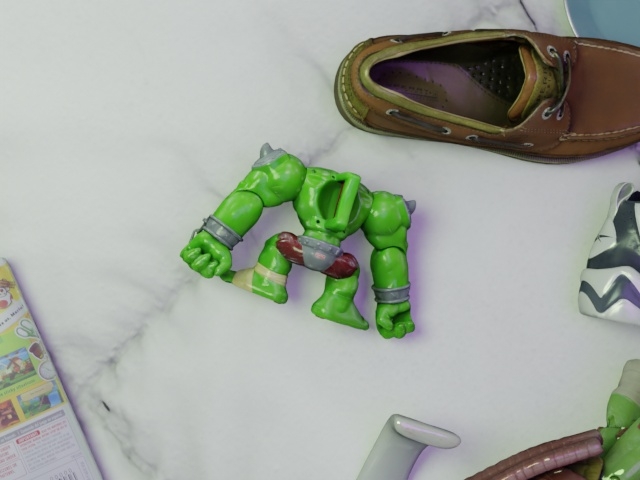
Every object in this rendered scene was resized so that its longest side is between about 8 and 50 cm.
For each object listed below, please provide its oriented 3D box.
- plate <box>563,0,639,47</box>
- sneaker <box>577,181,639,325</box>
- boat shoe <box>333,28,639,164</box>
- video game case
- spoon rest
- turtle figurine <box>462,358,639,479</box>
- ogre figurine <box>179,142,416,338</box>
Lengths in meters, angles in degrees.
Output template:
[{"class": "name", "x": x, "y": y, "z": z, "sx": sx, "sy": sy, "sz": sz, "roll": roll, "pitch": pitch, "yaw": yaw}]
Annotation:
[{"class": "plate", "x": 0.304, "y": -0.222, "z": 1.094, "sx": 0.188, "sy": 0.024, "sz": 0.188, "roll": 2, "pitch": 83, "yaw": -13}, {"class": "sneaker", "x": 0.347, "y": 0.008, "z": 1.041, "sx": 0.235, "sy": 0.094, "sz": 0.153, "roll": 9, "pitch": 90, "yaw": -1}, {"class": "boat shoe", "x": 0.168, "y": -0.120, "z": 1.001, "sx": 0.307, "sy": 0.104, "sz": 0.111, "roll": -3, "pitch": 90, "yaw": -9}, {"class": "video game case", "x": -0.307, "y": 0.150, "z": 0.918, "sx": 0.227, "sy": 0.026, "sz": 0.206, "roll": -24, "pitch": 90, "yaw": -13}, {"class": "spoon rest", "x": 0.034, "y": 0.269, "z": 0.963, "sx": 0.137, "sy": 0.084, "sz": 0.276, "roll": 20, "pitch": 93, "yaw": -9}, {"class": "turtle figurine", "x": 0.262, "y": 0.229, "z": 0.947, "sx": 0.274, "sy": 0.198, "sz": 0.266, "roll": 22, "pitch": 65, "yaw": 32}, {"class": "ogre figurine", "x": 0.000, "y": 0.000, "z": 0.967, "sx": 0.197, "sy": 0.097, "sz": 0.118, "roll": 21, "pitch": 91, "yaw": 2}]
